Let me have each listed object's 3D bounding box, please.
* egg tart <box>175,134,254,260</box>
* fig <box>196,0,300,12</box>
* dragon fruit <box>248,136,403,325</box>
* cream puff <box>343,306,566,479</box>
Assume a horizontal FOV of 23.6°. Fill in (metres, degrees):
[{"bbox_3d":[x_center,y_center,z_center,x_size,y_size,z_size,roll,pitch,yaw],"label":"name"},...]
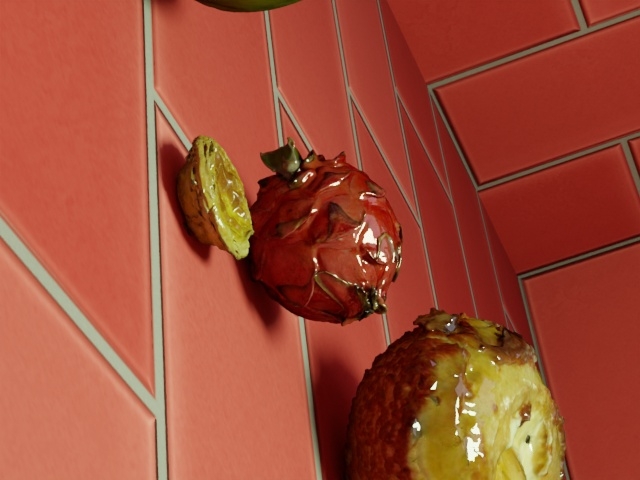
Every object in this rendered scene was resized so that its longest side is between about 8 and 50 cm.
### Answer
[{"bbox_3d":[-0.108,-0.041,1.507,0.130,0.052,0.130,-17,90,-79],"label":"egg tart"},{"bbox_3d":[-0.052,-0.408,1.608,0.343,0.343,0.343,-19,90,-78],"label":"fig"},{"bbox_3d":[0.000,0.000,1.646,0.209,0.172,0.172,67,11,14],"label":"dragon fruit"},{"bbox_3d":[0.147,0.244,1.779,0.350,0.229,0.350,8,81,-58],"label":"cream puff"}]
